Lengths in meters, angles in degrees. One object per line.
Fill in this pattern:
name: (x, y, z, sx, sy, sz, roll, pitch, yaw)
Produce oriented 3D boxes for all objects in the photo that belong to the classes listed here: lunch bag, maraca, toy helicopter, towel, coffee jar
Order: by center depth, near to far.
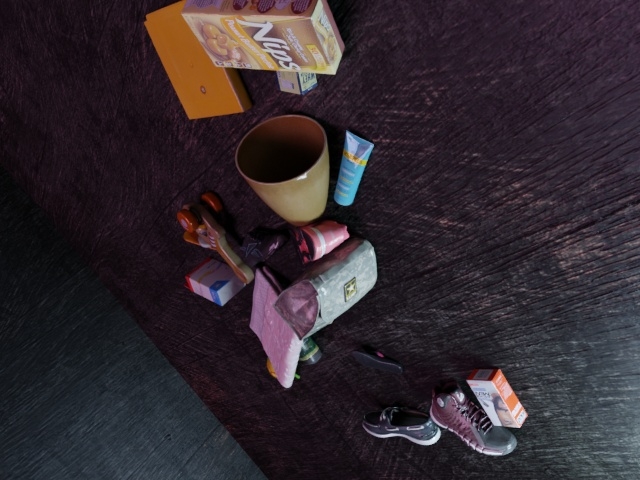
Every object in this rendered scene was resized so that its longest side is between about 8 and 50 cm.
lunch bag: (0.026, 0.132, 1.830, 0.169, 0.235, 0.287, 49, 148, 9)
towel: (-0.160, 0.304, 2.250, 0.317, 0.053, 0.332, 53, 146, 36)
toy helicopter: (-0.365, 0.014, 2.253, 0.355, 0.140, 0.235, 51, 153, -2)
coffee jar: (-0.077, 0.369, 2.329, 0.184, 0.079, 0.096, 55, 149, -10)
maraca: (-0.147, 0.506, 2.540, 0.127, 0.099, 0.186, 29, 168, 31)

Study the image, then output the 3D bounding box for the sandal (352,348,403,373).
sandal: (0.190, 0.390, 2.090, 0.179, 0.040, 0.067, 14, 141, 21)

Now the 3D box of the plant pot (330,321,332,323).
plant pot: (0.000, 0.218, 2.073, 0.096, 0.109, 0.109, 43, 148, -14)

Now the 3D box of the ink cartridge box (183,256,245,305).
ink cartridge box: (-0.417, 0.147, 2.446, 0.231, 0.134, 0.078, 20, 138, 35)

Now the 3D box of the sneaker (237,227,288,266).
sneaker: (-0.200, 0.013, 2.095, 0.106, 0.101, 0.267, 55, 146, -5)

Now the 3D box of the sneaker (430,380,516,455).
sneaker: (0.433, 0.508, 1.864, 0.281, 0.106, 0.163, 17, 132, 40)

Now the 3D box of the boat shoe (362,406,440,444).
boat shoe: (0.261, 0.607, 2.163, 0.302, 0.114, 0.091, -5, 121, 37)

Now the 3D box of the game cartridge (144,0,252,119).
game cartridge: (-0.348, -0.505, 1.794, 0.285, 0.052, 0.324, 6, 125, 46)

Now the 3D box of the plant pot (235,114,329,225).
plant pot: (-0.074, -0.158, 1.690, 0.237, 0.237, 0.254, 27, 154, 30)

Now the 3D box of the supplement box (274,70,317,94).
supplement box: (-0.062, -0.408, 1.550, 0.083, 0.056, 0.083, 20, 137, 36)

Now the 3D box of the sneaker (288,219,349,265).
sneaker: (0.000, 0.001, 1.845, 0.314, 0.136, 0.116, -177, 68, -76)

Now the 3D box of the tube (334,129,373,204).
tube: (0.080, -0.182, 1.631, 0.080, 0.052, 0.207, 28, 136, 14)

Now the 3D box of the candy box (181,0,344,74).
candy box: (-0.123, -0.463, 1.407, 0.316, 0.088, 0.183, 11, 160, 22)

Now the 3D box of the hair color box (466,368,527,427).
hair color box: (0.489, 0.437, 1.772, 0.093, 0.053, 0.167, -16, 112, 53)
